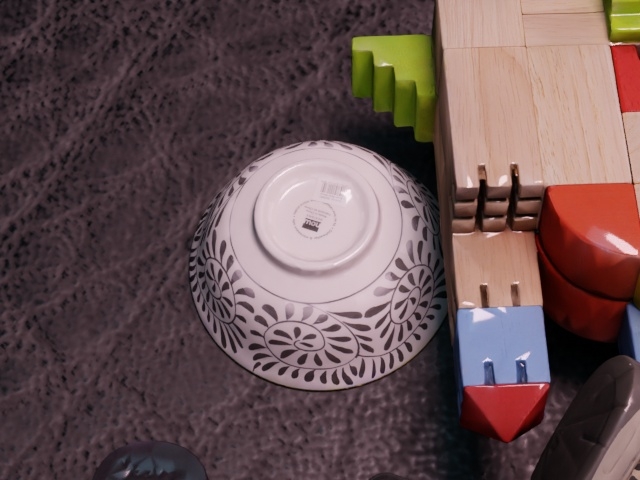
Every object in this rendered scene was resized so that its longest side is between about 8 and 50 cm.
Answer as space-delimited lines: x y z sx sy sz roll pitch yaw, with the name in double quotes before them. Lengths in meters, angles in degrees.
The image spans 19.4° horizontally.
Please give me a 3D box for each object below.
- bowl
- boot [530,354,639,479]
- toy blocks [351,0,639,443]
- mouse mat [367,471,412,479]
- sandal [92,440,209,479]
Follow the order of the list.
"bowl" 0.000 0.000 1.144 0.170 0.080 0.170 -1 66 2
"boot" 0.180 0.190 0.992 0.179 0.085 0.236 21 111 -13
"toy blocks" 0.215 -0.018 1.057 0.381 0.190 0.260 -2 58 -2
"mouse mat" 0.075 0.212 0.918 0.190 0.007 0.152 19 78 25
"sandal" -0.100 0.234 1.056 0.097 0.054 0.254 -8 65 0
